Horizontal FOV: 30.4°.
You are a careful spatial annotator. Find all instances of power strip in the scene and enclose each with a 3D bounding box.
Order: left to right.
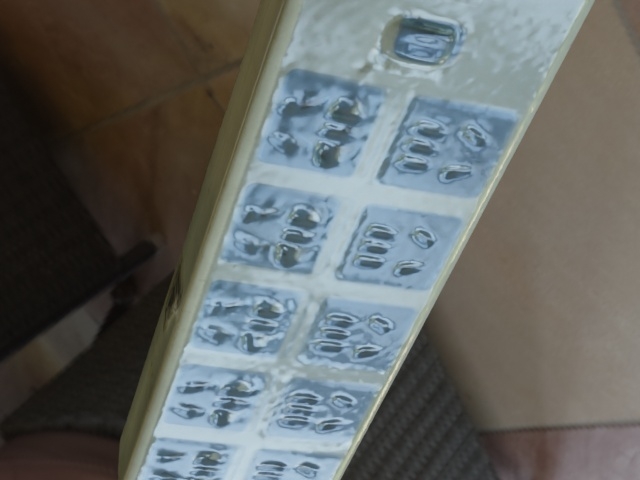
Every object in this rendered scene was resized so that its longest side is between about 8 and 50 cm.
[{"bbox_3d":[0.000,0.000,0.482,0.106,0.043,0.367,8,132,-17],"label":"power strip"}]
